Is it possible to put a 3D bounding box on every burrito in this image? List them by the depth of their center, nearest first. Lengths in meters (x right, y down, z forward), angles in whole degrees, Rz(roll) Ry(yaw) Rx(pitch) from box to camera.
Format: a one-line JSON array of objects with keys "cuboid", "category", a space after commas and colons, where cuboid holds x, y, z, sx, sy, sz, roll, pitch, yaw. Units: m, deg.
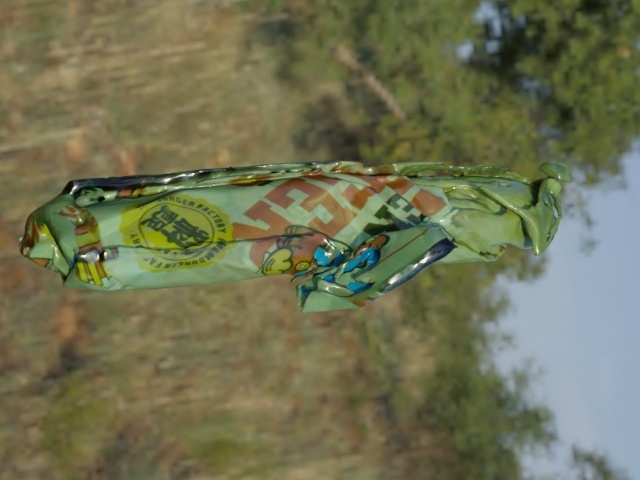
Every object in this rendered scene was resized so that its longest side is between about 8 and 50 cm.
[{"cuboid": [0.000, 0.000, 0.811, 0.104, 0.288, 0.054, -123, -146, -54], "category": "burrito"}]
